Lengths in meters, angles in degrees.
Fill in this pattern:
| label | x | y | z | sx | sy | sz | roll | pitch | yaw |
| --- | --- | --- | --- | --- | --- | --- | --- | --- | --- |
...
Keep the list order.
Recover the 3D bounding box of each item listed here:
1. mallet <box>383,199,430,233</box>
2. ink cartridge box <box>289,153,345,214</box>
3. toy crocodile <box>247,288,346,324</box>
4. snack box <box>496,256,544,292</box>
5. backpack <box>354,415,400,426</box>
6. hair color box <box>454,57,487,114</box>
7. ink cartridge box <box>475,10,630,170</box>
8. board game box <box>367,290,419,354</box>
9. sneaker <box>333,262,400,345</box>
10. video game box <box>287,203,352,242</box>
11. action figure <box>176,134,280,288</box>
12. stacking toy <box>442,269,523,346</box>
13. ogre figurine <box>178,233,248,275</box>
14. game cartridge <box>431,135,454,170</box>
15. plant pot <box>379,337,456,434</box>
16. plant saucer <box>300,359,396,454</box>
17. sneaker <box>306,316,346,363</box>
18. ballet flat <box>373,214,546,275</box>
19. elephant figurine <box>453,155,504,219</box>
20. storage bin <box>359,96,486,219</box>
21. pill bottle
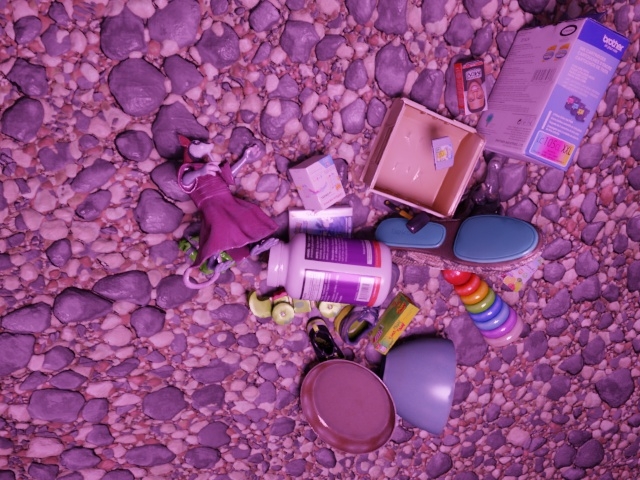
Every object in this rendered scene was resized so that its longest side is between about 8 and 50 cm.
| label | x | y | z | sx | sy | sz | roll | pitch | yaw |
| --- | --- | --- | --- | --- | --- | --- | --- | --- | --- |
| mallet | 0.226 | -0.070 | 1.271 | 0.062 | 0.189 | 0.039 | -43 | 123 | -10 |
| ink cartridge box | -0.004 | -0.151 | 1.241 | 0.092 | 0.090 | 0.143 | -35 | 113 | -27 |
| toy crocodile | -0.045 | 0.173 | 1.333 | 0.340 | 0.115 | 0.105 | -8 | 98 | -4 |
| snack box | 0.651 | 0.088 | 1.487 | 0.100 | 0.037 | 0.141 | 35 | 98 | -20 |
| backpack | 0.156 | 0.559 | 1.493 | 0.165 | 0.144 | 0.188 | -38 | 104 | 8 |
| hair color box | 0.424 | -0.432 | 1.271 | 0.071 | 0.043 | 0.141 | -16 | 111 | -6 |
| ink cartridge box | 0.596 | -0.409 | 1.191 | 0.151 | 0.270 | 0.396 | 15 | 105 | -17 |
| board game box | 0.228 | 0.260 | 1.432 | 0.043 | 0.092 | 0.181 | 32 | 99 | -20 |
| sneaker | 0.155 | 0.201 | 1.383 | 0.111 | 0.121 | 0.300 | 27 | 101 | -18 |
| video game box | 0.000 | 0.000 | 1.329 | 0.187 | 0.048 | 0.205 | -3 | 108 | -7 |
| action figure | -0.273 | -0.106 | 1.171 | 0.275 | 0.248 | 0.370 | -39 | 78 | 28 |
| stacking toy | 0.505 | 0.183 | 1.454 | 0.141 | 0.141 | 0.330 | -40 | 103 | 4 |
| ogre figurine | -0.285 | 0.028 | 1.259 | 0.197 | 0.097 | 0.118 | -20 | 99 | -16 |
| game cartridge | 0.326 | -0.233 | 1.203 | 0.055 | 0.017 | 0.083 | -17 | 110 | -9 |
| plant pot | 0.289 | 0.435 | 1.422 | 0.195 | 0.290 | 0.290 | 12 | 106 | 5 |
| plant saucer | 0.087 | 0.504 | 1.391 | 0.310 | 0.050 | 0.311 | 5 | 102 | 24 |
| sneaker | 0.019 | 0.351 | 1.419 | 0.084 | 0.097 | 0.235 | -29 | 111 | 0 |
| ballet flat | 0.373 | 0.022 | 1.229 | 0.182 | 0.482 | 0.164 | 44 | 62 | -39 |
| elephant figurine | 0.484 | -0.091 | 1.347 | 0.186 | 0.240 | 0.169 | -18 | 144 | 33 |
| storage bin | 0.284 | -0.230 | 1.268 | 0.262 | 0.123 | 0.261 | 18 | 104 | -15 |
| pill bottle | 0.020 | 0.077 | 1.230 | 0.322 | 0.181 | 0.182 | 7 | 106 | -6 |
